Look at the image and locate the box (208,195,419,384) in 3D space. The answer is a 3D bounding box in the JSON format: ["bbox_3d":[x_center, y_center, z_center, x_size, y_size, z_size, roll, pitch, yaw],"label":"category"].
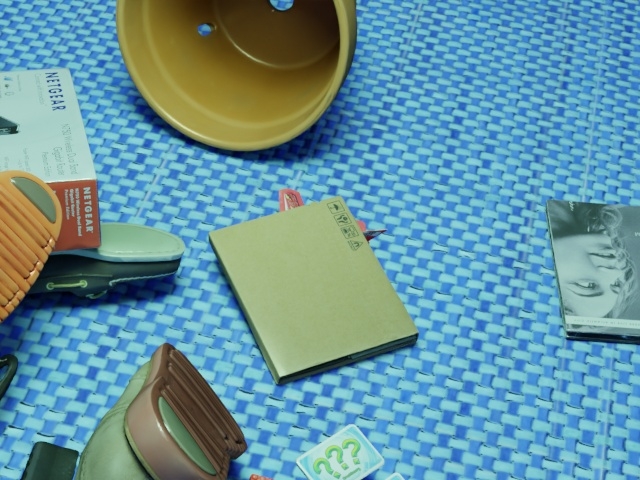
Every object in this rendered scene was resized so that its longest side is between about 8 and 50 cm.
[{"bbox_3d":[-0.010,0.049,1.473,0.164,0.021,0.201,-16,56,-20],"label":"box"}]

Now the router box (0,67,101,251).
[{"bbox_3d":[-0.407,-0.086,1.493,0.301,0.082,0.335,-6,28,-13],"label":"router box"}]

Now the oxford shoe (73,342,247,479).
[{"bbox_3d":[-0.151,0.177,1.188,0.130,0.348,0.123,-39,88,3],"label":"oxford shoe"}]

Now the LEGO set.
[{"bbox_3d":[0.000,0.271,1.198,0.244,0.060,0.182,-27,65,-33],"label":"LEGO set"}]

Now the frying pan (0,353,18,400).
[{"bbox_3d":[-0.386,0.234,1.221,0.197,0.053,0.326,1,42,-4],"label":"frying pan"}]

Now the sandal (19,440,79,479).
[{"bbox_3d":[-0.228,0.343,1.049,0.107,0.167,0.445,20,41,-10],"label":"sandal"}]

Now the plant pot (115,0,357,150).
[{"bbox_3d":[-0.077,-0.277,1.684,0.291,0.290,0.203,17,26,12],"label":"plant pot"}]

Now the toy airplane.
[{"bbox_3d":[0.000,0.000,1.545,0.151,0.028,0.151,4,51,-5],"label":"toy airplane"}]

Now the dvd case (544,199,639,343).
[{"bbox_3d":[0.347,0.034,1.560,0.165,0.018,0.221,5,42,-2],"label":"dvd case"}]

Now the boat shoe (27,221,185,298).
[{"bbox_3d":[-0.258,0.025,1.460,0.228,0.068,0.081,2,24,-5],"label":"boat shoe"}]

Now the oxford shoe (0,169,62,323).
[{"bbox_3d":[-0.394,0.070,1.289,0.130,0.133,0.363,49,66,-12],"label":"oxford shoe"}]
